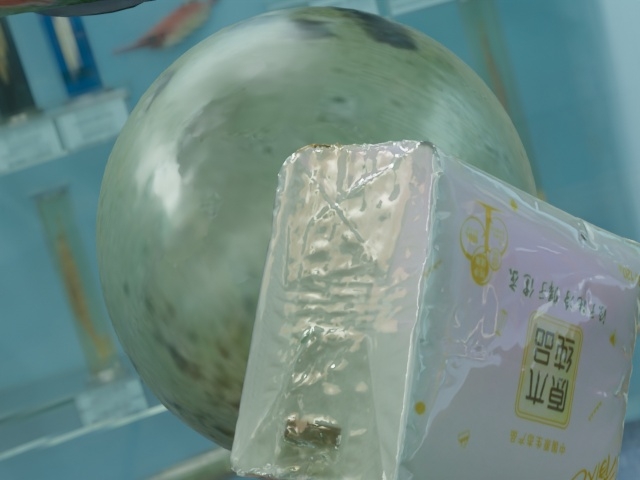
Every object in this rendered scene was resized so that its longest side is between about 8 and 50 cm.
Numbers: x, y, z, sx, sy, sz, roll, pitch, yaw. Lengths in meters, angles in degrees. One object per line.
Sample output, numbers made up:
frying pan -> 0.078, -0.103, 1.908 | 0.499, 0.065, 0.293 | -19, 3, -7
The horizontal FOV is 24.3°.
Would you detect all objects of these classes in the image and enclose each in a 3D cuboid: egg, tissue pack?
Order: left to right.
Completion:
egg -> 0.000, 0.000, 1.144 | 0.345, 0.345, 0.428 | -16, 21, 1
tissue pack -> 0.076, 0.061, 0.830 | 0.124, 0.185, 0.225 | 4, -11, 40

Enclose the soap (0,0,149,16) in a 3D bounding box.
soap -> -0.078, -0.119, 0.372 | 0.156, 0.077, 0.293 | -12, -6, -10
